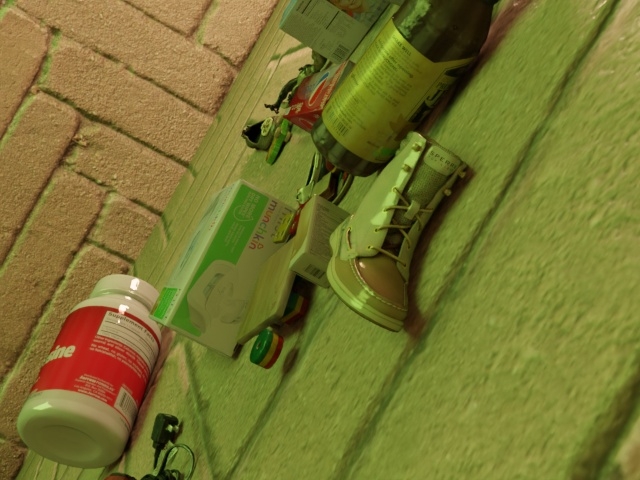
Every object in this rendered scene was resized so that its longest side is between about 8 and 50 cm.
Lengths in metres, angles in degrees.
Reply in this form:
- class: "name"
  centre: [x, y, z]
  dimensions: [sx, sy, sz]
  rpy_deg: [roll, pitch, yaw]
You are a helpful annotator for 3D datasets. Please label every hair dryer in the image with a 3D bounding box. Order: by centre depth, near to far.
- class: "hair dryer"
  centre: [-0.303, 0.416, 1.116]
  dimensions: [0.293, 0.080, 0.223]
  rpy_deg: [-63, 18, -3]

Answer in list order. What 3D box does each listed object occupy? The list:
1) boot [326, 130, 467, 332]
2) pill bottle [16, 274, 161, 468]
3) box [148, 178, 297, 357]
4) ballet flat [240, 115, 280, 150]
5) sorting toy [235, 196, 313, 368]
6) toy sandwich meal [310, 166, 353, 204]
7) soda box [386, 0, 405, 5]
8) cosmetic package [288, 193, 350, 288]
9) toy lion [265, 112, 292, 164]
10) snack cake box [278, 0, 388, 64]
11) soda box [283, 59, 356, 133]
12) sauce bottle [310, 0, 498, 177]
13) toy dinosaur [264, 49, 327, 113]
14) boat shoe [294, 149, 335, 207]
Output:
- class: "boot"
  centre: [0.080, -0.019, 0.711]
  dimensions: [0.165, 0.077, 0.213]
  rpy_deg: [-54, 16, 17]
- class: "pill bottle"
  centre: [-0.493, 0.278, 1.622]
  dimensions: [0.229, 0.229, 0.407]
  rpy_deg: [-47, 22, 38]
- class: "box"
  centre: [-0.166, 0.049, 1.226]
  dimensions: [0.262, 0.127, 0.231]
  rpy_deg: [-64, 15, -10]
- class: "ballet flat"
  centre: [-0.148, -0.266, 1.772]
  dimensions: [0.084, 0.058, 0.250]
  rpy_deg: [-63, 17, -4]
- class: "sorting toy"
  centre: [-0.052, 0.067, 1.001]
  dimensions: [0.132, 0.046, 0.274]
  rpy_deg: [-39, 28, 51]
- class: "toy sandwich meal"
  centre: [0.017, -0.084, 1.067]
  dimensions: [0.085, 0.029, 0.085]
  rpy_deg: [-52, 19, 27]
- class: "soda box"
  centre: [0.111, -0.495, 1.128]
  dimensions: [0.286, 0.098, 0.091]
  rpy_deg: [75, -141, -73]
- class: "cosmetic package"
  centre: [0.000, 0.000, 0.935]
  dimensions: [0.041, 0.060, 0.115]
  rpy_deg: [-47, 20, 38]
- class: "toy lion"
  centre: [-0.096, -0.221, 1.610]
  dimensions: [0.100, 0.034, 0.096]
  rpy_deg: [-83, 20, -50]
- class: "snack cake box"
  centre: [0.052, -0.485, 1.385]
  dimensions: [0.264, 0.152, 0.089]
  rpy_deg: [-47, 22, 39]
- class: "soda box"
  centre: [0.024, -0.213, 1.141]
  dimensions: [0.083, 0.092, 0.263]
  rpy_deg: [-61, 17, -1]
- class: "sauce bottle"
  centre: [0.120, -0.224, 0.855]
  dimensions: [0.344, 0.111, 0.111]
  rpy_deg: [-49, 21, 35]
- class: "toy dinosaur"
  centre: [-0.060, -0.339, 1.634]
  dimensions: [0.118, 0.064, 0.268]
  rpy_deg: [-55, 11, -33]
- class: "boat shoe"
  centre: [-0.017, -0.075, 1.127]
  dimensions: [0.137, 0.043, 0.049]
  rpy_deg: [-65, 19, -6]
